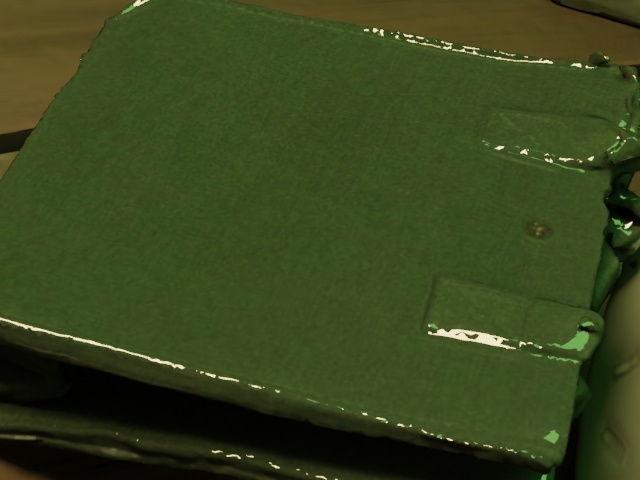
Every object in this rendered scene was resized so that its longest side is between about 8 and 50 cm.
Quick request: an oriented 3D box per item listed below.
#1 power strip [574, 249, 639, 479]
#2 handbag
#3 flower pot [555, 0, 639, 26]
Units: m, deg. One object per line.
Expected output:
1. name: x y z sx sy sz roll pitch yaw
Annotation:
1. power strip: 0.246 0.072 0.666 0.161 0.357 0.357 14 44 -22
2. handbag: -0.001 -0.002 0.715 0.260 0.079 0.247 10 39 12
3. flower pot: 0.218 -0.272 1.093 0.209 0.189 0.239 -12 58 -40
